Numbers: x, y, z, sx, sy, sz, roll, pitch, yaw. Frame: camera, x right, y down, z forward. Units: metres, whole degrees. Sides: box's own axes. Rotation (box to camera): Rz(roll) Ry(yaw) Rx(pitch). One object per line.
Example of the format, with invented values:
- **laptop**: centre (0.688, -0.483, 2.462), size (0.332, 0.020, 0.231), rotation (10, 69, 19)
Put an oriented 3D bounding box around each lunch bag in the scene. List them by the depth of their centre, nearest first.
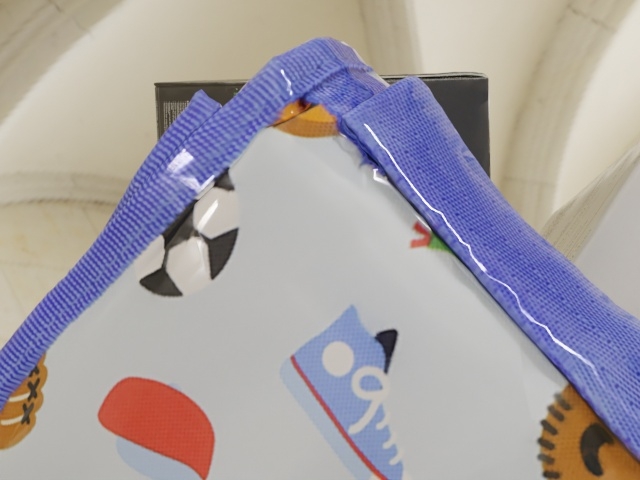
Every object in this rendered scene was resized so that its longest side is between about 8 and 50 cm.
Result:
- **lunch bag**: centre (0.028, 0.149, 0.492), size (0.239, 0.328, 0.385), rotation (-34, -14, -35)

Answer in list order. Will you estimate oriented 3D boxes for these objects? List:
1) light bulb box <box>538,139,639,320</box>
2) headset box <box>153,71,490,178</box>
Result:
- **light bulb box**: centre (0.255, 0.127, 1.103), size (0.358, 0.225, 0.361), rotation (-54, -3, -12)
- **headset box**: centre (0.000, 0.000, 0.917), size (0.131, 0.283, 0.246), rotation (-7, -82, -34)
